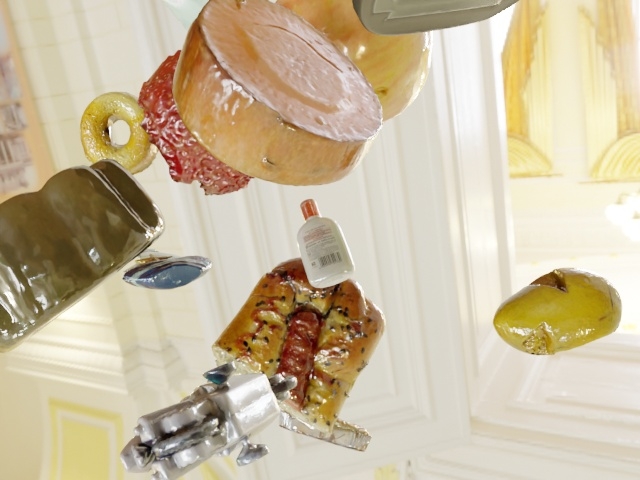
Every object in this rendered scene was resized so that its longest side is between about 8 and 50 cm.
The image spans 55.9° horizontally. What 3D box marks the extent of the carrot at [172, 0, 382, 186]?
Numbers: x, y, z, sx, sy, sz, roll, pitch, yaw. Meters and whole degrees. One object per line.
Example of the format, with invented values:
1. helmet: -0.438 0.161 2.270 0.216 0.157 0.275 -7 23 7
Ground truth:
1. carrot: -0.038 -0.193 0.771 0.307 0.258 0.100 -15 158 -45

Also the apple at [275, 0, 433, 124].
1. apple: 0.076 -0.382 1.129 0.309 0.314 0.252 -30 -147 -10

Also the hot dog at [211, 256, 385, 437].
1. hot dog: -0.030 0.235 1.519 0.365 0.367 0.196 -57 -173 -22

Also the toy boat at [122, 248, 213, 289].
1. toy boat: -0.395 0.060 1.477 0.221 0.066 0.291 -9 -167 -32

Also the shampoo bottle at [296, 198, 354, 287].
1. shampoo bottle: 0.000 0.000 1.379 0.108 0.051 0.220 -21 -123 3

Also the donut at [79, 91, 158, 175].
1. donut: -0.445 -0.237 1.335 0.174 0.190 0.074 11 -175 -12

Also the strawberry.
1. strawberry: -0.185 -0.220 1.087 0.258 0.261 0.261 -41 -171 15

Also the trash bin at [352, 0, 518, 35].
1. trash bin: 0.104 -0.371 0.575 0.220 0.250 0.219 -15 165 -25

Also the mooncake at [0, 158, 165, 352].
1. mooncake: -0.469 0.014 1.073 0.378 0.200 0.378 -36 -170 7

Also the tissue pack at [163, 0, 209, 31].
1. tissue pack: -0.169 -0.611 1.122 0.405 0.331 0.205 -18 -146 42

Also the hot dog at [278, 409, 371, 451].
1. hot dog: 0.010 0.522 1.686 0.268 0.075 0.144 14 168 3

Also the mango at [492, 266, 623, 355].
1. mango: 0.469 0.144 1.195 0.262 0.130 0.167 -20 -118 -17

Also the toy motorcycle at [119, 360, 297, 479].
1. toy motorcycle: -0.136 0.220 0.727 0.171 0.110 0.260 -28 171 21
